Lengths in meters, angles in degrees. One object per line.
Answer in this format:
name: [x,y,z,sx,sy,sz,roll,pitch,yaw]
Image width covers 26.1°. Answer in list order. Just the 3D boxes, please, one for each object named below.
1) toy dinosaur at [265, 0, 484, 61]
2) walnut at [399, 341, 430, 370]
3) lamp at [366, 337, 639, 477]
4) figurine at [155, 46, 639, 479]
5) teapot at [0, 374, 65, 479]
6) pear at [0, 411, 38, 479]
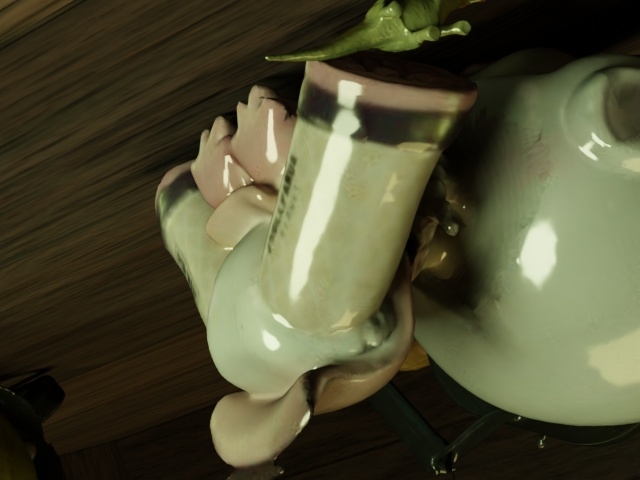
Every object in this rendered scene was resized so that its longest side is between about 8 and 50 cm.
toy dinosaur: [0.032,-0.092,0.590,0.113,0.026,0.041,-24,-167,-28]
walnut: [0.114,0.078,1.621,0.144,0.144,0.180,-11,161,-46]
lamp: [0.251,0.121,1.499,0.374,0.205,0.272,-42,141,-3]
figurine: [0.099,0.004,0.756,0.361,0.211,0.253,-6,-178,-29]
teapot: [-0.386,0.270,1.517,0.285,0.223,0.305,-31,165,29]
pear: [-0.368,0.255,1.125,0.304,0.304,0.304,-18,172,-3]
